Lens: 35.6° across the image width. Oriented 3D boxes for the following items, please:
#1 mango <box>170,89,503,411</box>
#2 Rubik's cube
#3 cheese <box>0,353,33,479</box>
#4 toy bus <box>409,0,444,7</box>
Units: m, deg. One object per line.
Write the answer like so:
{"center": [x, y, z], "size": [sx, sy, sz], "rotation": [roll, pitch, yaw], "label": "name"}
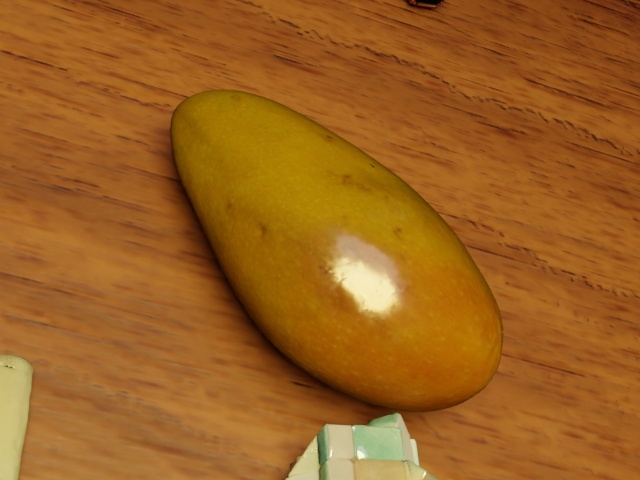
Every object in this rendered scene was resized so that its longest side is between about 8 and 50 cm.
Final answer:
{"center": [0.000, 0.000, 0.587], "size": [0.253, 0.113, 0.138], "rotation": [45, 36, 15], "label": "mango"}
{"center": [0.021, 0.137, 0.538], "size": [0.084, 0.073, 0.075], "rotation": [-9, 63, -28], "label": "Rubik's cube"}
{"center": [-0.344, 0.074, 0.464], "size": [0.401, 0.034, 0.085], "rotation": [8, 62, -16], "label": "cheese"}
{"center": [0.080, -0.238, 0.813], "size": [0.031, 0.043, 0.110], "rotation": [4, 57, -23], "label": "toy bus"}
